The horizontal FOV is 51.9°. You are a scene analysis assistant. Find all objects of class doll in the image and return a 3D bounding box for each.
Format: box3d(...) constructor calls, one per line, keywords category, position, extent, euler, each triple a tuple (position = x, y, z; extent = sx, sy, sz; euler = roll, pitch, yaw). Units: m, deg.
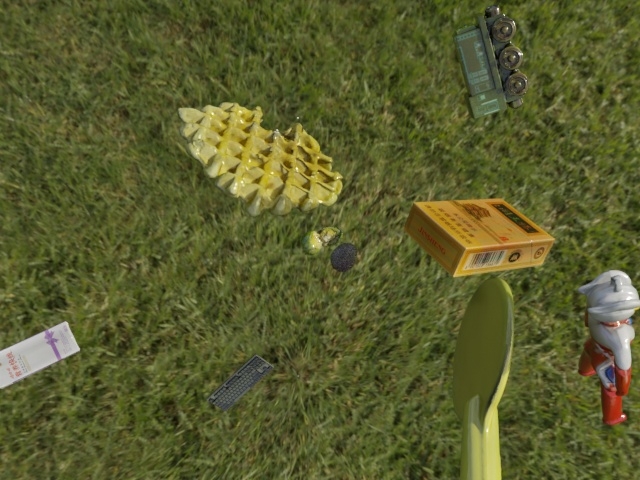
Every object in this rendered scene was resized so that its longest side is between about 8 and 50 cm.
box3d(category="doll", position=(0.559, 0.198, 1.284), extent=(0.099, 0.384, 0.188), euler=(-16, 45, 6))

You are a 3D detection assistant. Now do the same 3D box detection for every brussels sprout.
box3d(category="brussels sprout", position=(0.001, -0.001, 1.279), extent=(0.083, 0.051, 0.046), euler=(-16, 115, -17))

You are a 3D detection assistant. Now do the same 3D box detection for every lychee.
box3d(category="lychee", position=(0.059, 0.044, 1.643), extent=(0.067, 0.068, 0.083), euler=(46, 123, 33))

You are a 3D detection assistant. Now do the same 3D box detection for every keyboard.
box3d(category="keyboard", position=(-0.145, 0.259, 1.195), extent=(0.129, 0.015, 0.049), euler=(-43, 116, 9))

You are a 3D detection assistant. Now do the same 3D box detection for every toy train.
box3d(category="toy train", position=(0.362, -0.382, 1.416), extent=(0.137, 0.090, 0.226), euler=(-16, 109, 14))

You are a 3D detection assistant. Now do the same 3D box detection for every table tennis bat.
box3d(category="table tennis bat", position=(0.242, 0.223, 0.984), extent=(0.054, 0.224, 0.369), euler=(14, 54, -3))

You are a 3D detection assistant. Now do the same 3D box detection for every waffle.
box3d(category="waffle", position=(-0.098, -0.136, 1.055), extent=(0.249, 0.056, 0.261), euler=(-12, 57, -42))

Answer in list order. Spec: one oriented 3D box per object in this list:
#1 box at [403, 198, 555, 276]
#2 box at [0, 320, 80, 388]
box3d(category="box", position=(0.335, -0.013, 1.392), extent=(0.274, 0.076, 0.174), euler=(-5, 38, -34))
box3d(category="box", position=(-0.405, 0.161, 0.929), extent=(0.117, 0.036, 0.051), euler=(-24, 85, -22))
